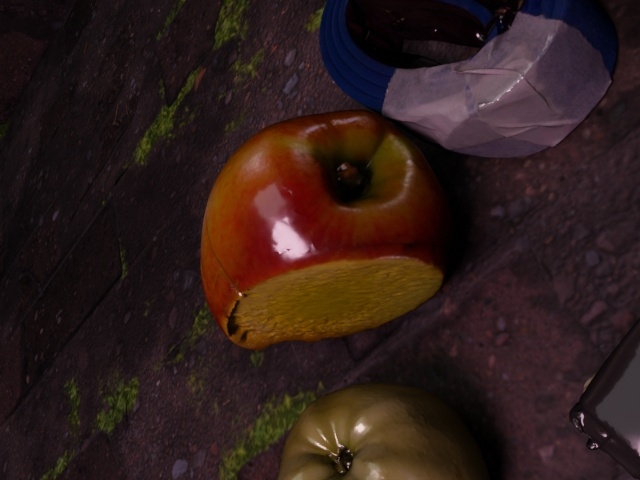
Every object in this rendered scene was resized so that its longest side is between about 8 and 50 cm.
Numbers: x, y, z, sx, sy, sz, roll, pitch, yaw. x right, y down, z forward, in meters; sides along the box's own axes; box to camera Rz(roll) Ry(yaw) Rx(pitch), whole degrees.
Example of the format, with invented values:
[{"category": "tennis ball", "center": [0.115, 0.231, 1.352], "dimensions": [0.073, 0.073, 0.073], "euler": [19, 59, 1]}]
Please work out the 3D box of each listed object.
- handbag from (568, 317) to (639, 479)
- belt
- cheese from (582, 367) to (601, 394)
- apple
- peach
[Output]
[{"category": "handbag", "center": [0.308, 0.091, 0.346], "dimensions": [0.223, 0.080, 0.247], "euler": [45, 109, 35]}, {"category": "belt", "center": [0.133, -0.218, 0.650], "dimensions": [0.347, 0.117, 0.212], "euler": [39, 103, 48]}, {"category": "cheese", "center": [0.278, 0.074, 0.435], "dimensions": [0.194, 0.043, 0.065], "euler": [-49, 45, 23]}, {"category": "apple", "center": [0.054, 0.214, 0.528], "dimensions": [0.200, 0.200, 0.200], "euler": [-20, 61, 42]}, {"category": "peach", "center": [0.000, 0.000, 0.638], "dimensions": [0.275, 0.248, 0.245], "euler": [-57, 12, 43]}]
